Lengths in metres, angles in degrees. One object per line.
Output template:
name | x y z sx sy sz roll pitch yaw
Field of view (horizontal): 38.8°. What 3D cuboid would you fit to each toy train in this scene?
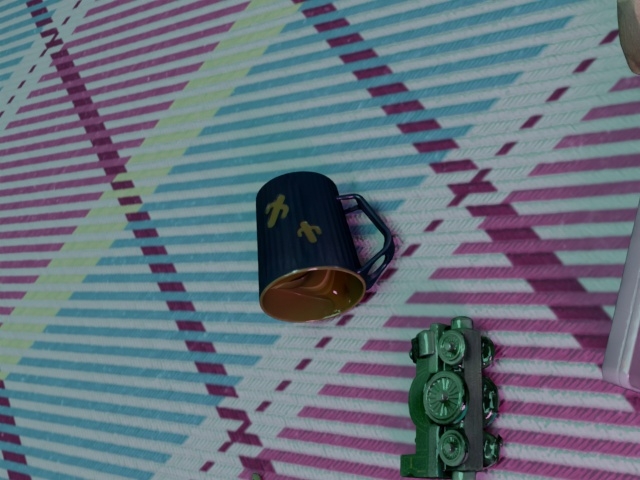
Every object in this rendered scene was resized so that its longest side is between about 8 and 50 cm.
toy train | 0.137 0.173 0.978 0.105 0.071 0.178 -18 65 48

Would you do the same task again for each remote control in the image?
remote control | 0.320 0.019 0.844 0.034 0.103 0.250 8 79 45

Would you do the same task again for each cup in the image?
cup | 0.000 0.000 1.133 0.177 0.131 0.155 -15 58 5

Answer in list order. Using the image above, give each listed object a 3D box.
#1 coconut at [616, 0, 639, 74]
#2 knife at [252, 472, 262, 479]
coconut | 0.360 -0.220 0.858 0.162 0.161 0.161 -33 56 28
knife | -0.061 0.385 1.113 0.030 0.014 0.207 -33 56 27
